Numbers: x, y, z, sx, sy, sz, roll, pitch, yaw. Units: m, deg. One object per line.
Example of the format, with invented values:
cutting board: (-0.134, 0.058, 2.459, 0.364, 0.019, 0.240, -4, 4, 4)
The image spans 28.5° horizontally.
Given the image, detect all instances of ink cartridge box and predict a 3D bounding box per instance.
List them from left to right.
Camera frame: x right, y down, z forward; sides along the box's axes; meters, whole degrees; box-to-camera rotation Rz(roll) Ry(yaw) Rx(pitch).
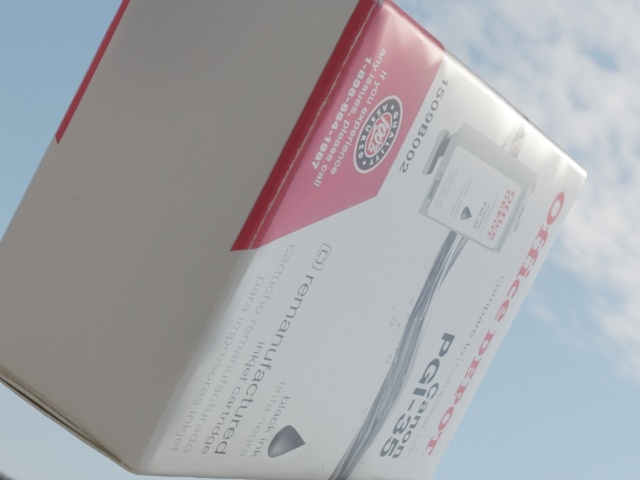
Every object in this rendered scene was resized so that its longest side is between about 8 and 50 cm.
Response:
ink cartridge box: (0.000, 0.000, 0.600, 0.117, 0.207, 0.283, 29, 4, 30)
